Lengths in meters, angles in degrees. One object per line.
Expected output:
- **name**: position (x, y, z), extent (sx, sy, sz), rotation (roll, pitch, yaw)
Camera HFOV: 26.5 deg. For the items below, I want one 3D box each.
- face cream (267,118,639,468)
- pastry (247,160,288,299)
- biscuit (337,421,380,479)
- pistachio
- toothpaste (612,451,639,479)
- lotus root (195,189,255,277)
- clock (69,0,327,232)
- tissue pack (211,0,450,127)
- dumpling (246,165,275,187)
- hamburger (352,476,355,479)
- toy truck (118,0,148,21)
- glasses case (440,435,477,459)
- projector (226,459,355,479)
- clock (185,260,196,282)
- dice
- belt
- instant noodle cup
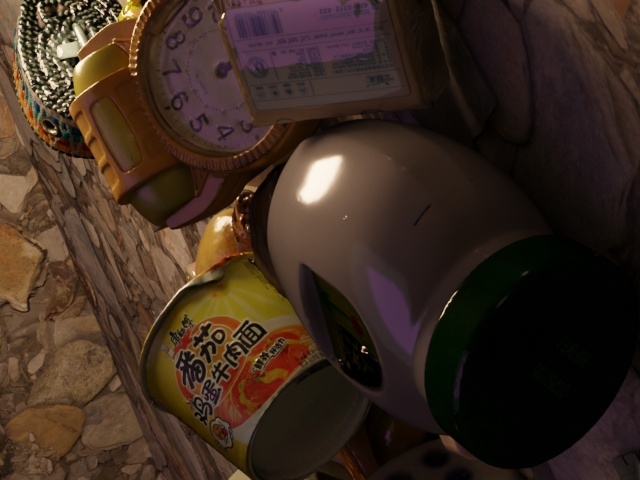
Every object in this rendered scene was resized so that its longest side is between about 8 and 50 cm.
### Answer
- **face cream**: position (0.108, 0.043, 1.301), extent (0.357, 0.219, 0.312), rotation (33, 145, 49)
- **pastry**: position (0.001, 0.007, 1.612), extent (0.237, 0.170, 0.256), rotation (66, 166, 1)
- **biscuit**: position (0.047, 0.281, 1.952), extent (0.351, 0.057, 0.312), rotation (52, 172, 32)
- **pistachio**: position (0.105, 0.238, 1.743), extent (0.110, 0.100, 0.189), rotation (50, 158, 35)
- **toothpaste**: position (0.346, 0.306, 1.316), extent (0.218, 0.041, 0.064), rotation (64, 167, 10)
- **lotus root**: position (-0.090, 0.034, 1.876), extent (0.151, 0.169, 0.343), rotation (50, 157, 18)
- **clock**: position (-0.118, -0.176, 1.530), extent (0.317, 0.200, 0.244), rotation (-32, 87, 33)
- **tissue pack**: position (0.013, -0.194, 1.307), extent (0.196, 0.092, 0.148), rotation (-2, 118, 29)
- **dumpling**: position (-0.123, -0.153, 1.854), extent (0.176, 0.092, 0.150), rotation (66, 148, 17)
- **hamburger**: position (0.086, 0.437, 2.091), extent (0.176, 0.087, 0.102), rotation (37, 166, 42)
- **toy truck**: position (-0.132, -0.232, 1.713), extent (0.272, 0.124, 0.157), rotation (56, 144, 13)
- **glasses case**: position (0.154, 0.154, 1.535), extent (0.050, 0.083, 0.196), rotation (12, 128, 67)
- **projector**: position (-0.026, 0.471, 1.913), extent (0.248, 0.248, 0.249), rotation (32, -166, -50)
- **clock**: position (-0.118, 0.189, 2.247), extent (0.309, 0.114, 0.284), rotation (51, 159, 36)
- **dice**: position (0.159, 0.368, 1.636), extent (0.193, 0.194, 0.192), rotation (37, 149, 55)
- **belt**: position (-0.394, -0.275, 2.200), extent (0.295, 0.206, 0.160), rotation (58, 158, 19)
- **instant noodle cup**: position (-0.070, 0.175, 1.718), extent (0.200, 0.264, 0.264), rotation (41, 152, 35)
